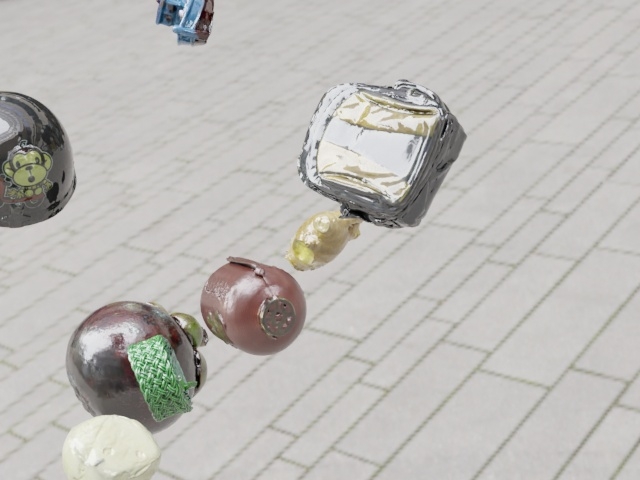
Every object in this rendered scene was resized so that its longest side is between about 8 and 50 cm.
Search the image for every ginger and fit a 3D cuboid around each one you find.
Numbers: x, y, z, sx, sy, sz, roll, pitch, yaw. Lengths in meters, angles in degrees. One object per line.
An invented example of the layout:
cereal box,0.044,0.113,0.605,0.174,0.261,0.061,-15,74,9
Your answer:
ginger,0.000,0.000,2.195,0.157,0.102,0.216,-31,-12,-41

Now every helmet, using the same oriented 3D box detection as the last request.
helmet,-0.525,-0.163,1.712,0.230,0.160,0.279,-6,55,-24

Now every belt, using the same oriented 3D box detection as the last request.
belt,-0.230,0.205,1.529,0.079,0.151,0.121,-20,64,-8

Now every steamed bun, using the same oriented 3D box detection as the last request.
steamed bun,-0.272,0.279,1.293,0.112,0.091,0.130,43,26,16

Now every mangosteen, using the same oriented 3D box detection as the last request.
mangosteen,-0.374,0.255,2.122,0.300,0.300,0.300,-12,26,6

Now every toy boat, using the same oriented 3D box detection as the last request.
toy boat,-0.235,-0.390,1.742,0.097,0.100,0.223,14,26,-14

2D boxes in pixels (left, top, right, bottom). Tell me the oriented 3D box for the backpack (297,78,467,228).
backpack,0.070,-0.121,1.376,0.258,0.133,0.206,23,85,40

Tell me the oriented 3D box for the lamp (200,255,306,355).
lamp,-0.129,0.117,1.914,0.180,0.180,0.258,-26,18,-22
